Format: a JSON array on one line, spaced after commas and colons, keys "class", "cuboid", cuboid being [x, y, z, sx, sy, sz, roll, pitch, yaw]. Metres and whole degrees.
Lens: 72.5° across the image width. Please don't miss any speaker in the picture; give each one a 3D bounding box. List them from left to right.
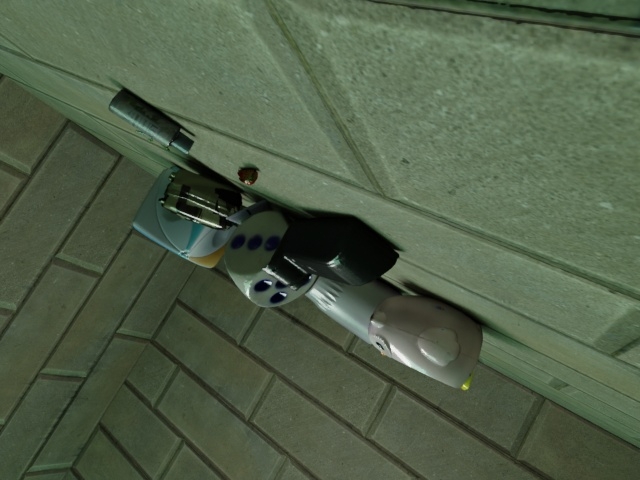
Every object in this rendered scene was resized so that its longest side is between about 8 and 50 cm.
[{"class": "speaker", "cuboid": [0.009, 0.055, 1.196, 0.180, 0.184, 0.388, 36, 165, -25]}]

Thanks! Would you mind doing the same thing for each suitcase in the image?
[{"class": "suitcase", "cuboid": [-0.435, -0.150, 1.697, 0.339, 0.193, 0.352, 22, 176, -22]}]

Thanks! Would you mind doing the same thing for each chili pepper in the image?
[{"class": "chili pepper", "cuboid": [-0.200, -0.173, 1.171, 0.027, 0.045, 0.178, 45, 173, -27]}]

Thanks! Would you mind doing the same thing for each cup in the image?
[{"class": "cup", "cuboid": [0.141, 0.242, 1.834, 0.372, 0.253, 0.253, 33, 172, -6]}]

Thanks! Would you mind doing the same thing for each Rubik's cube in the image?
[{"class": "Rubik's cube", "cuboid": [-0.609, -0.101, 2.068, 0.352, 0.352, 0.347, 31, 172, 15]}]

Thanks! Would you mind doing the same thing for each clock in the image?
[{"class": "clock", "cuboid": [0.359, 0.324, 1.527, 0.377, 0.250, 0.368, 23, 172, 10]}]

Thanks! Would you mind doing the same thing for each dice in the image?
[{"class": "dice", "cuboid": [-0.164, 0.062, 1.499, 0.243, 0.251, 0.259, 51, -175, -48]}]

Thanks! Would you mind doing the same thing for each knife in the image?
[{"class": "knife", "cuboid": [-0.582, -0.352, 1.534, 0.166, 0.022, 0.078, 28, 179, 32]}]

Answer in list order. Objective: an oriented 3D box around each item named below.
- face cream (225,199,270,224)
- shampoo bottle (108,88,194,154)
[{"class": "face cream", "cuboid": [-0.241, -0.089, 1.625, 0.274, 0.154, 0.096, 51, -162, -80]}, {"class": "shampoo bottle", "cuboid": [-0.429, -0.299, 1.124, 0.214, 0.072, 0.072, 33, 172, -19]}]
